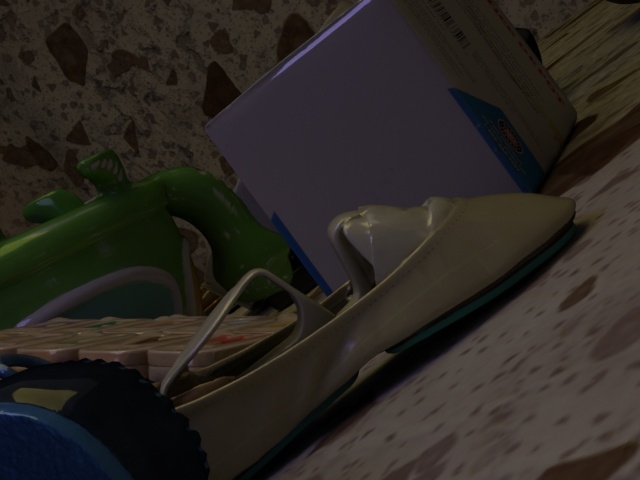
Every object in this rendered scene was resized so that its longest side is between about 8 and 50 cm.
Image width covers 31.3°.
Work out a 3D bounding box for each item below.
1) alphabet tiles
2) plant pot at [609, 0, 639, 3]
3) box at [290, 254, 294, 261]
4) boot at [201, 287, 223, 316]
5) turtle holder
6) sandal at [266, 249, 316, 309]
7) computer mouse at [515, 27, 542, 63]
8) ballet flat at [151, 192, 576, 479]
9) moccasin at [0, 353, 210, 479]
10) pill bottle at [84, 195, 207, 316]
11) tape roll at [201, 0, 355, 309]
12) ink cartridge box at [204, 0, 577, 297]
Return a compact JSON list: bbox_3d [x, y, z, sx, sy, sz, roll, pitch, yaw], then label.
[{"bbox_3d":[-0.128,0.066,0.729,0.284,0.021,0.278,-4,2,37],"label":"alphabet tiles"},{"bbox_3d":[0.401,-0.394,1.411,0.237,0.237,0.254,-37,-12,-3],"label":"plant pot"},{"bbox_3d":[0.027,-0.028,1.601,0.162,0.029,0.116,-38,2,14],"label":"box"},{"bbox_3d":[-0.117,0.008,1.695,0.305,0.115,0.112,-48,0,-10],"label":"boot"},{"bbox_3d":[-0.204,0.060,1.012,0.243,0.227,0.320,-24,4,38],"label":"turtle holder"},{"bbox_3d":[0.000,0.000,1.283,0.097,0.054,0.254,-36,4,23],"label":"sandal"},{"bbox_3d":[0.151,-0.108,1.179,0.272,0.072,0.188,-52,11,-23],"label":"computer mouse"},{"bbox_3d":[0.009,0.033,0.553,0.248,0.086,0.086,-37,3,-3],"label":"ballet flat"},{"bbox_3d":[-0.147,0.121,0.513,0.342,0.138,0.117,-32,1,45],"label":"moccasin"},{"bbox_3d":[-0.201,0.064,1.170,0.119,0.208,0.119,-36,3,2],"label":"pill bottle"},{"bbox_3d":[-0.022,-0.099,1.381,0.392,0.072,0.392,-63,-2,-4],"label":"tape roll"},{"bbox_3d":[0.065,-0.088,0.854,0.168,0.171,0.232,-35,3,27],"label":"ink cartridge box"}]
